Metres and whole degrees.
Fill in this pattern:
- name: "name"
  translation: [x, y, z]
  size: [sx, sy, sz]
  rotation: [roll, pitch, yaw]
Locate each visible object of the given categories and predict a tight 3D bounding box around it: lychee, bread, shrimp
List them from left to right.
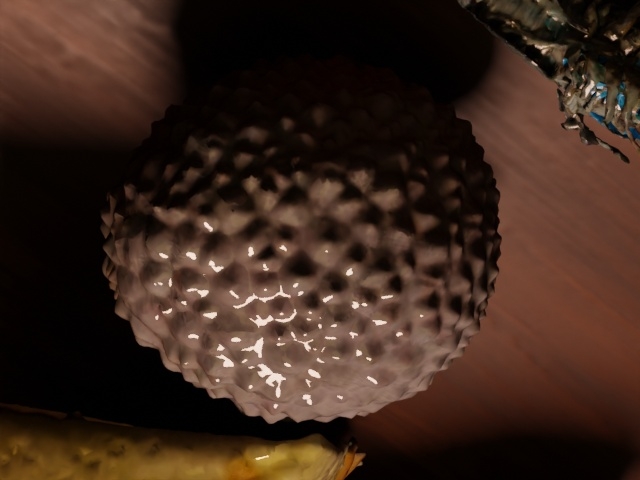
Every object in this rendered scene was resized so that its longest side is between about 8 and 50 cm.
- name: "bread"
  translation: [-0.081, 0.103, 0.804]
  size: [0.178, 0.135, 0.240]
  rotation: [-28, 169, -7]
- name: "lychee"
  translation: [0.000, 0.000, 0.703]
  size: [0.165, 0.165, 0.197]
  rotation: [-36, 147, 30]
- name: "shrimp"
  translation: [0.128, -0.084, 0.695]
  size: [0.174, 0.076, 0.082]
  rotation: [31, 86, -16]
